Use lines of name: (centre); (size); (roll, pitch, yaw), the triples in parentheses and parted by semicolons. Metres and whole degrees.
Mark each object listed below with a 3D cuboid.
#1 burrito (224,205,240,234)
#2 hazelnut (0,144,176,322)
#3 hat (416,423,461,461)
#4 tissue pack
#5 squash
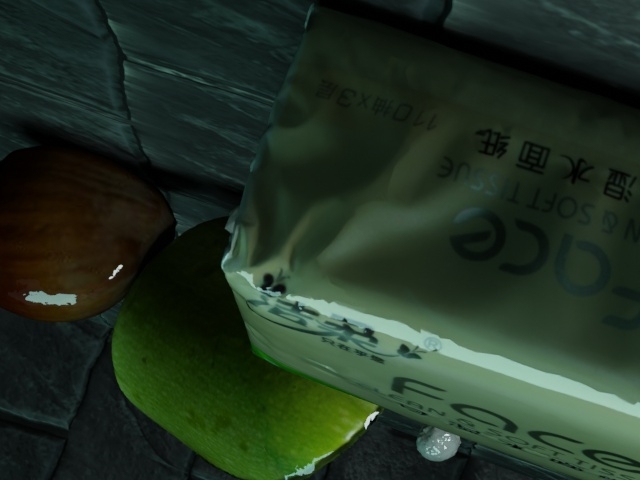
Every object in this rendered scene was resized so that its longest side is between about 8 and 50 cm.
burrito: (-0.001, 0.000, 1.704); (0.203, 0.064, 0.064); (18, 170, 27)
hazelnut: (-0.257, -0.016, 1.827); (0.186, 0.210, 0.210); (45, 167, -5)
hat: (0.168, 0.181, 2.049); (0.094, 0.162, 0.112); (17, 166, 32)
tissue pack: (0.156, 0.036, 1.176); (0.405, 0.205, 0.332); (18, 166, 6)
squash: (-0.029, 0.124, 1.741); (0.309, 0.233, 0.210); (30, 164, 36)
